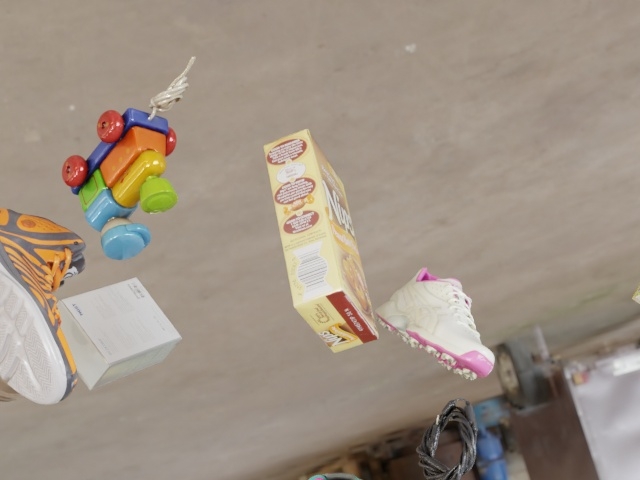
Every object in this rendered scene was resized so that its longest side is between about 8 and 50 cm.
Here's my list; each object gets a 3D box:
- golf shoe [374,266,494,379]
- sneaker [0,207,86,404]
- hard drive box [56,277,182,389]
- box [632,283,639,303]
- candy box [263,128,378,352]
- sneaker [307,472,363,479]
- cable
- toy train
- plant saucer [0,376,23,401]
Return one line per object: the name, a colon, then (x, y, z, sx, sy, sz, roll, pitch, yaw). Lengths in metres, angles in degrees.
golf shoe: (0.202, 0.128, 1.812, 0.115, 0.140, 0.306, 39, 176, -29)
sneaker: (-0.366, 0.065, 1.445, 0.180, 0.321, 0.124, -7, 144, -50)
hard drive box: (-0.438, 0.192, 2.327, 0.089, 0.181, 0.232, -49, 162, 30)
box: (0.609, 0.123, 1.706, 0.058, 0.232, 0.087, -58, 176, -13)
candy box: (0.000, 0.000, 1.776, 0.087, 0.316, 0.183, -19, 146, 11)
sneaker: (0.005, 0.609, 2.400, 0.295, 0.178, 0.124, -35, -164, 15)
cable: (0.243, 0.397, 2.122, 0.047, 0.184, 0.150, 36, 117, -25)
toy train: (-0.213, -0.098, 1.371, 0.105, 0.143, 0.248, 13, 133, -44)
plant saucer: (-0.551, 0.145, 1.943, 0.041, 0.278, 0.278, -11, 165, 21)
